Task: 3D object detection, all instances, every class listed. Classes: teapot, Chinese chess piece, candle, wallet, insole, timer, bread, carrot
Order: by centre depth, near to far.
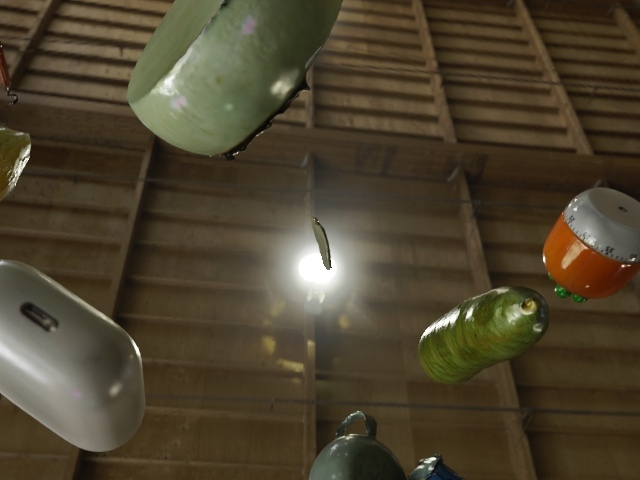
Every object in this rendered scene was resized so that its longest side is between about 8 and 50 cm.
[{"bbox_3d":[0.144,0.088,0.609,0.074,0.358,0.074,0,-106,1],"label":"carrot"},{"bbox_3d":[0.287,0.015,0.689,0.136,0.136,0.099,-33,-127,-32],"label":"timer"},{"bbox_3d":[-0.118,-0.283,0.905,0.146,0.349,0.349,33,-141,-30],"label":"Chinese chess piece"},{"bbox_3d":[0.000,0.000,1.072,0.010,0.063,0.192,-8,-163,-6],"label":"insole"},{"bbox_3d":[0.061,0.442,1.149,0.193,0.129,0.294,29,-135,-29],"label":"teapot"},{"bbox_3d":[0.254,0.460,1.149,0.202,0.141,0.059,37,-116,6],"label":"wallet"},{"bbox_3d":[-0.638,-0.147,1.199,0.170,0.197,0.197,36,-139,-26],"label":"bread"},{"bbox_3d":[-0.614,-0.337,1.265,0.026,0.167,0.021,25,-132,17],"label":"candle"}]

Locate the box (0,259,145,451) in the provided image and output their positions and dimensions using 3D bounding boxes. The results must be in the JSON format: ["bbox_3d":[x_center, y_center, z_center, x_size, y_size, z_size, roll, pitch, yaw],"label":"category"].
[{"bbox_3d":[-0.397,0.183,0.988,0.288,0.349,0.141,32,-122,5],"label":"box"}]
